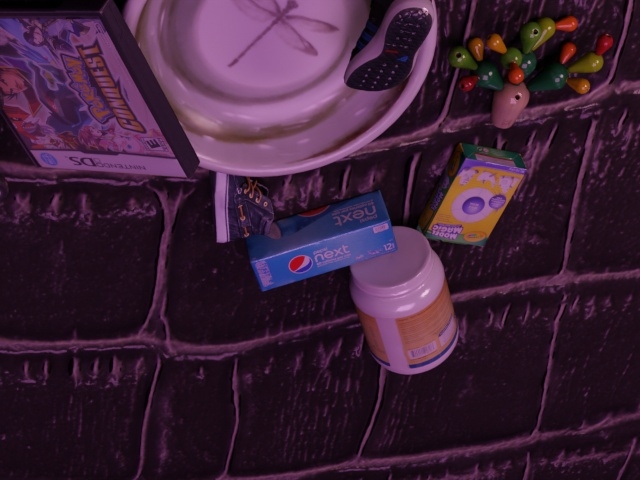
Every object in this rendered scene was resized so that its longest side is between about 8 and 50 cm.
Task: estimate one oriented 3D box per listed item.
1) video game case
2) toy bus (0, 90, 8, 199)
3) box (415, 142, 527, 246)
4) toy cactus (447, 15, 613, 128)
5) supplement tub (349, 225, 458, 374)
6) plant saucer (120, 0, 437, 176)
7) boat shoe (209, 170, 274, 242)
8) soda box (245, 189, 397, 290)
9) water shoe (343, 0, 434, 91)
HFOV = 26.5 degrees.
[{"bbox_3d":[-0.305,-0.184,1.654,0.248,0.035,0.275,6,142,28],"label":"video game case"},{"bbox_3d":[-0.454,-0.129,1.649,0.130,0.108,0.333,-9,150,-16],"label":"toy bus"},{"bbox_3d":[0.216,-0.057,1.996,0.105,0.043,0.179,8,132,-21],"label":"box"},{"bbox_3d":[0.274,-0.217,1.829,0.219,0.112,0.180,-9,145,-17],"label":"toy cactus"},{"bbox_3d":[0.124,0.090,2.039,0.144,0.144,0.200,-17,135,2],"label":"supplement tub"},{"bbox_3d":[-0.059,-0.259,1.690,0.400,0.101,0.400,-7,134,-8],"label":"plant saucer"},{"bbox_3d":[-0.110,-0.071,1.887,0.083,0.065,0.183,-8,141,-9],"label":"boat shoe"},{"bbox_3d":[0.000,0.000,1.972,0.210,0.071,0.067,-16,134,1],"label":"soda box"},{"bbox_3d":[0.085,-0.249,1.621,0.072,0.080,0.203,9,155,-18],"label":"water shoe"}]
